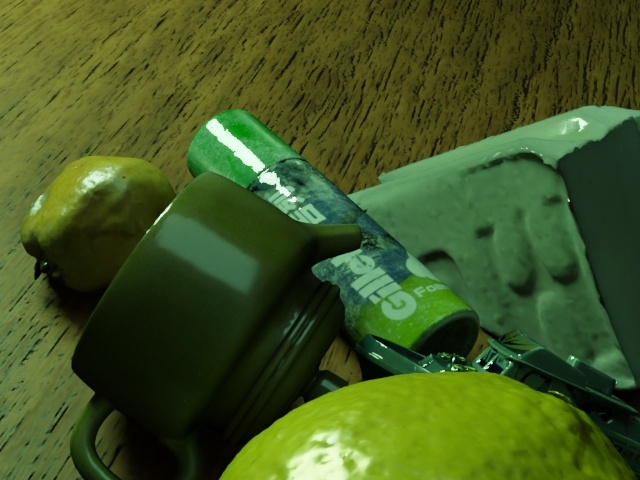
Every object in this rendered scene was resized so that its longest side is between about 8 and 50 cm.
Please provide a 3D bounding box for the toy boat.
[{"bbox_3d":[0.158,0.139,0.810,0.296,0.122,0.114,28,2,-4],"label":"toy boat"}]

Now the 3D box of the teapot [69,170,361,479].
[{"bbox_3d":[-0.066,0.078,0.799,0.175,0.185,0.267,33,73,4],"label":"teapot"}]

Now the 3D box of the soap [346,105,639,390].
[{"bbox_3d":[0.184,0.031,1.077,0.302,0.257,0.159,-15,11,43],"label":"soap"}]

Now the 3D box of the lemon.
[{"bbox_3d":[0.064,0.195,0.622,0.320,0.245,0.245,-12,43,-40],"label":"lemon"}]

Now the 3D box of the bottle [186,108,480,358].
[{"bbox_3d":[0.000,0.000,1.000,0.093,0.093,0.330,-16,46,-38],"label":"bottle"}]

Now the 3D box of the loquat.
[{"bbox_3d":[-0.184,-0.013,0.933,0.137,0.113,0.137,-15,28,8],"label":"loquat"}]
